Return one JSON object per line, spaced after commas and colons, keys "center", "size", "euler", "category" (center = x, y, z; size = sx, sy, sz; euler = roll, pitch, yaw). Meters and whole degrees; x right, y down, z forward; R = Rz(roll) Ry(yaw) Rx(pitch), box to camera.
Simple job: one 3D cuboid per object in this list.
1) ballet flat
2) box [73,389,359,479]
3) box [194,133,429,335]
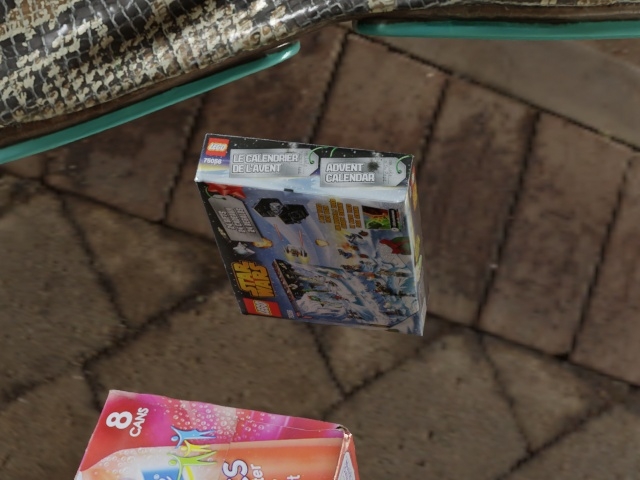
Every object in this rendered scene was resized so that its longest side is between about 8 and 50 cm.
{"center": [-0.006, -0.164, 0.903], "size": [0.483, 0.164, 0.182], "euler": [-10, 102, 1], "category": "ballet flat"}
{"center": [-0.045, 0.200, 0.806], "size": [0.123, 0.256, 0.128], "euler": [8, 53, 14], "category": "box"}
{"center": [0.000, 0.000, 0.763], "size": [0.094, 0.137, 0.027], "euler": [6, 63, 10], "category": "box"}
